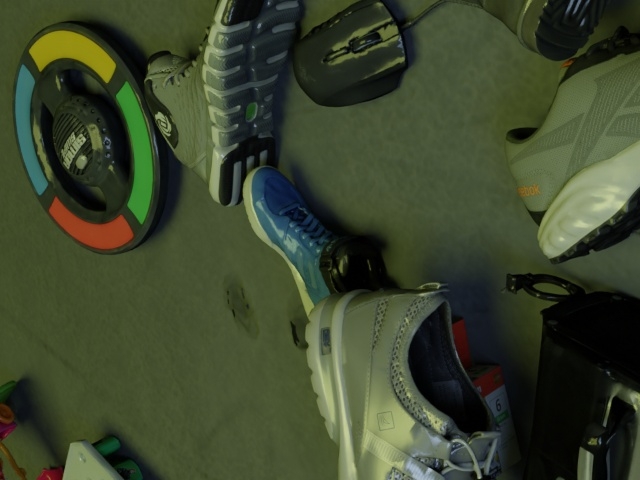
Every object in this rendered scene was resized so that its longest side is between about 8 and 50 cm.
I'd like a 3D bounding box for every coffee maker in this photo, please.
[{"bbox_3d":[0.191,0.135,0.765,0.171,0.120,0.178,-121,33,-60],"label":"coffee maker"}]

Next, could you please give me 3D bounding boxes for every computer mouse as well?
[{"bbox_3d":[0.060,-0.154,0.814,0.242,0.041,0.071,-24,88,45],"label":"computer mouse"}]

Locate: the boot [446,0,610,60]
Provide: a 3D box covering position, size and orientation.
[{"bbox_3d":[0.112,-0.226,0.719,0.190,0.076,0.208,-58,43,13],"label":"boot"}]

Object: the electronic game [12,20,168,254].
[{"bbox_3d":[-0.226,-0.097,1.106,0.229,0.048,0.229,18,117,38],"label":"electronic game"}]

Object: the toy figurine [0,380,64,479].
[{"bbox_3d":[-0.364,0.270,1.321,0.130,0.173,0.159,-43,88,17],"label":"toy figurine"}]

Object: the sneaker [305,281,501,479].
[{"bbox_3d":[0.075,0.162,0.779,0.115,0.105,0.281,-22,84,39],"label":"sneaker"}]

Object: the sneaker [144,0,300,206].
[{"bbox_3d":[-0.096,-0.149,0.936,0.132,0.086,0.229,34,128,33],"label":"sneaker"}]

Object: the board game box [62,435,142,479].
[{"bbox_3d":[-0.169,0.465,1.270,0.390,0.050,0.390,39,129,27],"label":"board game box"}]

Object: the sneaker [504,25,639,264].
[{"bbox_3d":[0.201,-0.091,0.664,0.271,0.100,0.108,-45,68,44],"label":"sneaker"}]

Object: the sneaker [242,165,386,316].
[{"bbox_3d":[0.001,0.000,0.915,0.084,0.058,0.152,-24,93,52],"label":"sneaker"}]

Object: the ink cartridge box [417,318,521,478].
[{"bbox_3d":[0.112,0.122,0.855,0.029,0.063,0.115,-5,101,44],"label":"ink cartridge box"}]
